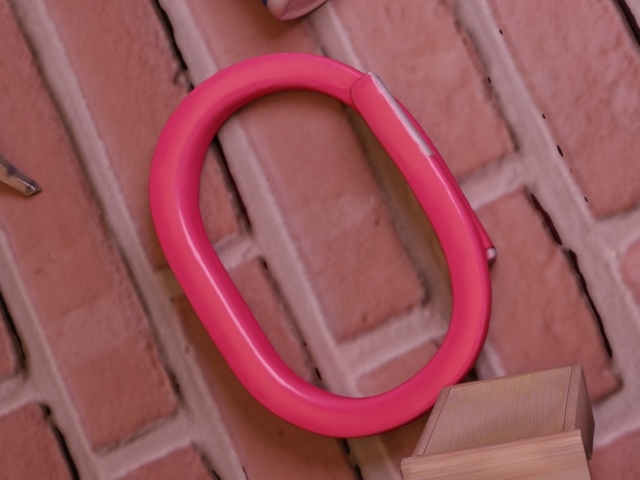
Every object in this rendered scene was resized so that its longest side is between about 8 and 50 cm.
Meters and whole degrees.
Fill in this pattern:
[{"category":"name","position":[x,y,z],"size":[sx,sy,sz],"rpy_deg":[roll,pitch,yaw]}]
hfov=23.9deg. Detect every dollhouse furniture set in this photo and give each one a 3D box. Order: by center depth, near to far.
[{"category":"dollhouse furniture set","position":[0.140,0.220,0.957],"size":[0.212,0.161,0.242],"rpy_deg":[-12,98,14]}]

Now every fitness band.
[{"category":"fitness band","position":[0.000,0.000,1.085],"size":[0.209,0.054,0.290],"rpy_deg":[-34,79,14]}]

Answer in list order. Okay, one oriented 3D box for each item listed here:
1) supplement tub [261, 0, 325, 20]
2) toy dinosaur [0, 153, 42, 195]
[{"category":"supplement tub","position":[-0.034,-0.219,1.090],"size":[0.071,0.071,0.107],"rpy_deg":[-37,78,10]},{"category":"toy dinosaur","position":[-0.321,-0.139,1.169],"size":[0.118,0.064,0.268],"rpy_deg":[-23,85,6]}]
